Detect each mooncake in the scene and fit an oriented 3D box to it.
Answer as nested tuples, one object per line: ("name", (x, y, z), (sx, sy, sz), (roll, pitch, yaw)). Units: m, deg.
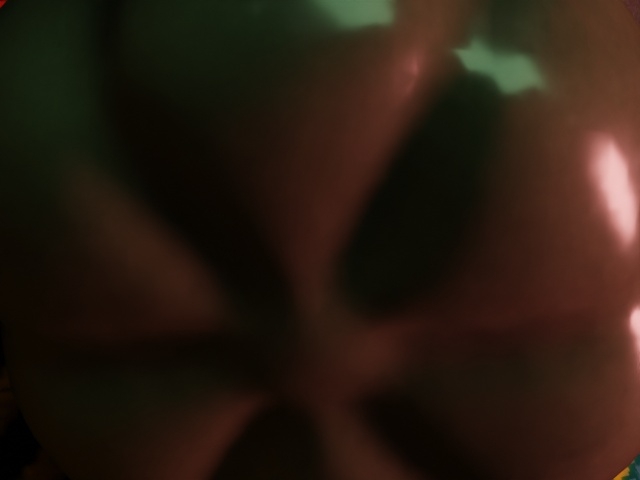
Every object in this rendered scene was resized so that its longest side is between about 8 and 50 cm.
("mooncake", (0.000, 0.000, 0.679), (0.275, 0.275, 0.135), (22, 35, -7))

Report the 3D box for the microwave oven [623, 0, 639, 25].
("microwave oven", (-0.005, -0.303, 0.903), (0.432, 0.374, 0.236), (9, 21, -20))
